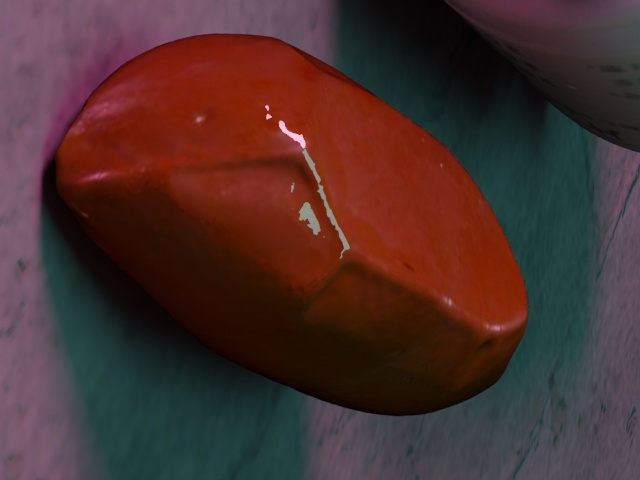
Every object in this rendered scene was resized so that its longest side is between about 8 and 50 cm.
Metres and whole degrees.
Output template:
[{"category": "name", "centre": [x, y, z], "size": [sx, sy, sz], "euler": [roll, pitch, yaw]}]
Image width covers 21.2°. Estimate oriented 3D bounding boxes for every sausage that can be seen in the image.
[{"category": "sausage", "centre": [0.000, 0.000, 0.487], "size": [0.179, 0.089, 0.089], "euler": [34, 64, -53]}]

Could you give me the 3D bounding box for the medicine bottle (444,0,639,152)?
[{"category": "medicine bottle", "centre": [0.139, -0.123, 0.672], "size": [0.293, 0.170, 0.170], "euler": [25, 71, -66]}]
